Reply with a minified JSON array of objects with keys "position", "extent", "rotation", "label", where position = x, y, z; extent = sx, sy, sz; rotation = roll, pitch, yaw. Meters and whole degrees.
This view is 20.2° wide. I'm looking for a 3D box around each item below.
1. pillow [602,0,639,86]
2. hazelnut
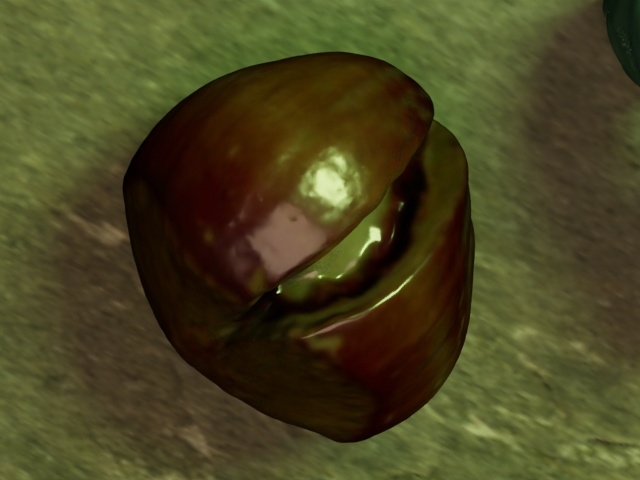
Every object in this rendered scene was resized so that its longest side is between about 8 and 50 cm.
[{"position":[0.231,-0.057,1.023],"extent":[0.086,0.214,0.233],"rotation":[-32,112,-2],"label":"pillow"},{"position":[0.000,0.000,1.093],"extent":[0.217,0.217,0.251],"rotation":[-21,124,17],"label":"hazelnut"}]
